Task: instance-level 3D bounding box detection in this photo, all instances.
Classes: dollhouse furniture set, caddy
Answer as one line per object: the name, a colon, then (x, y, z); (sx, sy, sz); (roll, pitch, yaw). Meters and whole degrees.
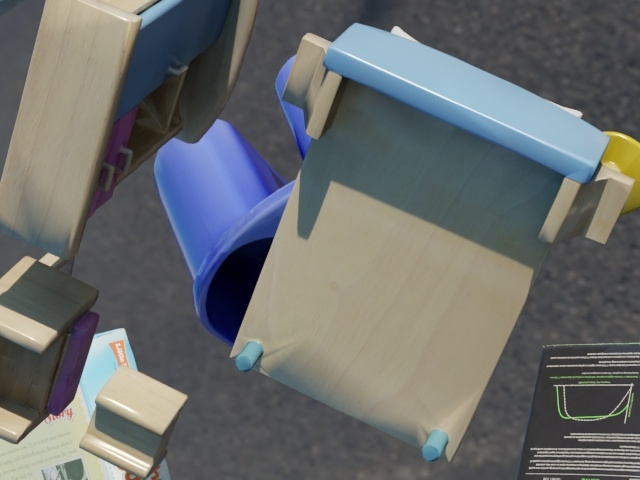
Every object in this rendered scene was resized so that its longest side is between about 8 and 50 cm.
dollhouse furniture set: (0.000, 0.000, 0.982); (0.198, 0.303, 0.286); (-50, -19, -62)
caddy: (0.020, 0.000, 1.453); (0.241, 0.341, 0.179); (-31, 61, 9)

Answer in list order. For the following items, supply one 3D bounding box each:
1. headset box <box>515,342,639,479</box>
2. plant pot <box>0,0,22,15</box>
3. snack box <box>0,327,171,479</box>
headset box: (0.272, 0.265, 1.543); (0.131, 0.246, 0.283); (-4, 60, 35)
plant pot: (-0.307, -0.274, 1.367); (0.255, 0.272, 0.271); (154, 128, -74)
snack box: (-0.238, 0.197, 1.424); (0.322, 0.060, 0.187); (-21, 85, 46)
